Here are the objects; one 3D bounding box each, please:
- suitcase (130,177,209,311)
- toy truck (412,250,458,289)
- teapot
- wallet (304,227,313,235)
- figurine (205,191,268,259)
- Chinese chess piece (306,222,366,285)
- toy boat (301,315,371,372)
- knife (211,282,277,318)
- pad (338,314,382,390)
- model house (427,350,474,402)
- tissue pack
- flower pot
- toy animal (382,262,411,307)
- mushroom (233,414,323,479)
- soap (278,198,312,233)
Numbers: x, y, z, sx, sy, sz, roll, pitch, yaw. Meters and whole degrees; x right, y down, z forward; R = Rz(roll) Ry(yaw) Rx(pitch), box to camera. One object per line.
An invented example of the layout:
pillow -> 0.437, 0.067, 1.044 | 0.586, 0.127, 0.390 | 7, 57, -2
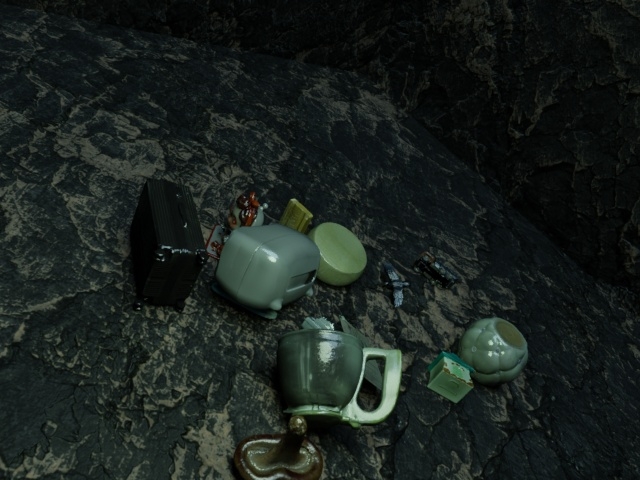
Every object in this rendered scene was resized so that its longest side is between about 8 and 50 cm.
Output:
suitcase -> -0.449, 0.005, 1.527 | 0.152, 0.230, 0.335 | 9, 39, -33
toy truck -> 0.496, 0.130, 2.294 | 0.192, 0.083, 0.092 | 38, 33, 9
teapot -> 0.034, 0.386, 1.434 | 0.321, 0.239, 0.240 | 15, 59, -21
wallet -> 0.000, 0.000, 2.101 | 0.197, 0.031, 0.110 | 7, 39, -34
figurine -> -0.259, -0.057, 1.777 | 0.160, 0.226, 0.184 | 25, 33, -13
Chinese chess piece -> 0.051, 0.052, 1.974 | 0.250, 0.101, 0.251 | 22, 42, -22
toy boat -> 0.055, 0.324, 1.648 | 0.260, 0.085, 0.078 | 40, 0, 13
knife -> -0.236, 0.189, 1.647 | 0.221, 0.032, 0.064 | 27, 18, -2
pad -> 0.133, 0.351, 1.661 | 0.159, 0.009, 0.265 | 43, 15, -28
model house -> 0.438, 0.447, 1.800 | 0.127, 0.101, 0.149 | 30, 30, -4
tissue pack -> -0.143, 0.081, 1.650 | 0.235, 0.230, 0.333 | 30, 18, 20
flower pot -> 0.625, 0.398, 1.931 | 0.245, 0.195, 0.246 | 23, 32, -15
toy animal -> 0.296, 0.174, 2.084 | 0.107, 0.062, 0.220 | 17, 41, -23
mushroom -> -0.063, 0.475, 1.224 | 0.226, 0.218, 0.148 | 7, 39, -34
soap -> -0.111, -0.025, 1.834 | 0.092, 0.252, 0.037 | 43, 38, 16
